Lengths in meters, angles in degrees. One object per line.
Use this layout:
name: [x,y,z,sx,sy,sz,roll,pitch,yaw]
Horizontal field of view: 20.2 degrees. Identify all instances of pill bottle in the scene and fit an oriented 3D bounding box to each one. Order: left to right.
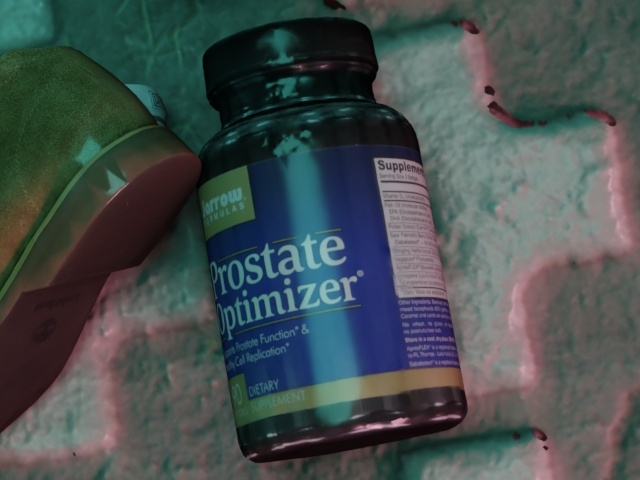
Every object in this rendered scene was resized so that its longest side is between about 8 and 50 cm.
pill bottle: [0.000,0.000,0.949,0.123,0.123,0.219,-12,80,8]

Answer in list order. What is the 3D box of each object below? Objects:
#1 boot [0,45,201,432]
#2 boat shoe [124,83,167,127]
boot: [-0.193,0.026,0.969,0.115,0.112,0.305,46,111,16]
boat shoe: [-0.197,-0.033,1.018,0.229,0.080,0.076,-8,79,2]
